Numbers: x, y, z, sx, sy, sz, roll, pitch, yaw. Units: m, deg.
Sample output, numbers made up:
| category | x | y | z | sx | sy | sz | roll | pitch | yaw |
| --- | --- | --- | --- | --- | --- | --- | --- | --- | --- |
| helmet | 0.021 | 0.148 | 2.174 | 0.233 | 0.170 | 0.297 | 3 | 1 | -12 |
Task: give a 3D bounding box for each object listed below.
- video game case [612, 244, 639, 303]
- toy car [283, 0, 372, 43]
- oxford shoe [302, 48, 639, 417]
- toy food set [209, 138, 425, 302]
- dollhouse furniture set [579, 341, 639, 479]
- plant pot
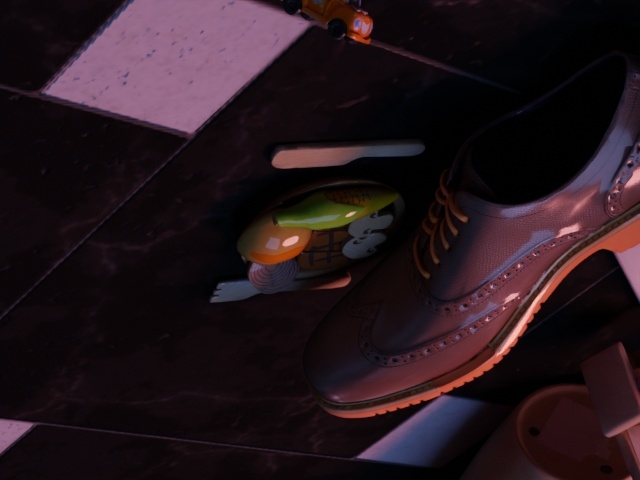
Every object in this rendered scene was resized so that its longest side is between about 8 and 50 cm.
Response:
| category | x | y | z | sx | sy | sz | roll | pitch | yaw |
| --- | --- | --- | --- | --- | --- | --- | --- | --- | --- |
| video game case | 0.387 | -0.050 | 1.431 | 0.329 | 0.036 | 0.300 | -25 | 150 | 10 |
| toy car | -0.014 | -0.147 | 1.024 | 0.122 | 0.060 | 0.040 | 15 | 105 | -54 |
| oxford shoe | 0.107 | -0.009 | 1.271 | 0.363 | 0.130 | 0.132 | -41 | 137 | 19 |
| toy food set | 0.000 | 0.000 | 1.292 | 0.132 | 0.039 | 0.192 | -5 | 148 | -22 |
| dollhouse furniture set | 0.444 | 0.123 | 1.520 | 0.286 | 0.198 | 0.303 | -3 | 156 | -42 |
| plant pot | 0.222 | 0.273 | 1.714 | 0.256 | 0.256 | 0.274 | -9 | 134 | -16 |
